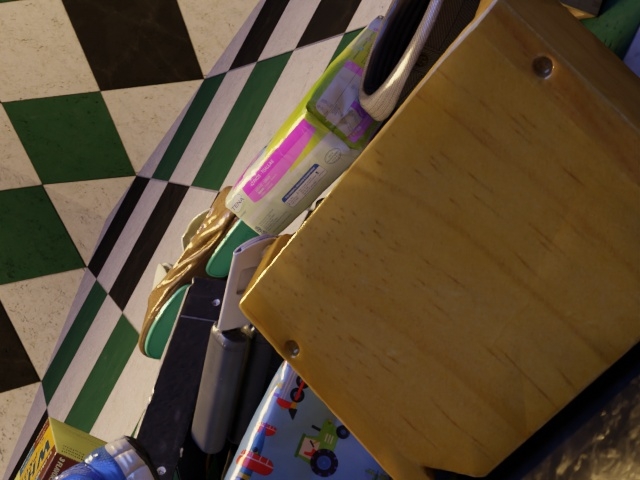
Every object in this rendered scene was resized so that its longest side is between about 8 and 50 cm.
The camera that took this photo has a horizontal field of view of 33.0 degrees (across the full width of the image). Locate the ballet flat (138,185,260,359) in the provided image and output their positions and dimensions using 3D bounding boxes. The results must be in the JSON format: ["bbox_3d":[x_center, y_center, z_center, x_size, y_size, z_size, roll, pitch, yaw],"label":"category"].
[{"bbox_3d":[-0.217,0.045,1.860,0.342,0.116,0.124,-55,48,16],"label":"ballet flat"}]

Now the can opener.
[{"bbox_3d":[-0.070,0.121,1.134,0.095,0.076,0.283,41,130,39],"label":"can opener"}]

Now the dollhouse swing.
[{"bbox_3d":[0.153,-0.029,0.941,0.347,0.315,0.305,-50,-14,29],"label":"dollhouse swing"}]

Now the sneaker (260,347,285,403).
[{"bbox_3d":[-0.053,0.125,1.359,0.227,0.087,0.130,-63,8,4],"label":"sneaker"}]

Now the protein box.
[{"bbox_3d":[-0.326,0.373,1.543,0.136,0.200,0.201,-63,18,-4],"label":"protein box"}]

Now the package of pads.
[{"bbox_3d":[0.012,-0.163,1.485,0.229,0.101,0.296,-44,9,42],"label":"package of pads"}]

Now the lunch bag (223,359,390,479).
[{"bbox_3d":[-0.033,0.240,1.098,0.221,0.138,0.293,-65,5,-14],"label":"lunch bag"}]

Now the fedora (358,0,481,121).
[{"bbox_3d":[0.153,-0.252,1.286,0.243,0.124,0.275,-95,29,-65],"label":"fedora"}]

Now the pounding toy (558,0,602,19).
[{"bbox_3d":[0.244,-0.290,1.114,0.141,0.130,0.100,-155,82,-73],"label":"pounding toy"}]

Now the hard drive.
[{"bbox_3d":[-0.164,0.246,1.322,0.237,0.064,0.339,87,-167,-50],"label":"hard drive"}]

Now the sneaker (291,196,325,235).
[{"bbox_3d":[0.000,0.000,1.424,0.234,0.078,0.106,-31,28,56],"label":"sneaker"}]

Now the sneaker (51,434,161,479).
[{"bbox_3d":[-0.178,0.356,1.013,0.147,0.330,0.130,-22,5,-10],"label":"sneaker"}]
